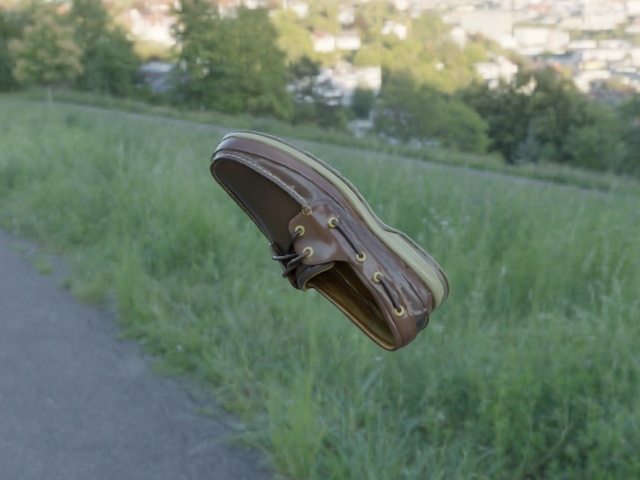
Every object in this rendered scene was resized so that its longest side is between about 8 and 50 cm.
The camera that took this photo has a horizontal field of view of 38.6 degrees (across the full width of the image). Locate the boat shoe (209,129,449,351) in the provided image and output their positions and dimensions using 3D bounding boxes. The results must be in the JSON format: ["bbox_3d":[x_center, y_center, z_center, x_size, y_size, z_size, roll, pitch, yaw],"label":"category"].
[{"bbox_3d":[0.000,0.000,0.576,0.060,0.178,0.064,-54,6,-33],"label":"boat shoe"}]
